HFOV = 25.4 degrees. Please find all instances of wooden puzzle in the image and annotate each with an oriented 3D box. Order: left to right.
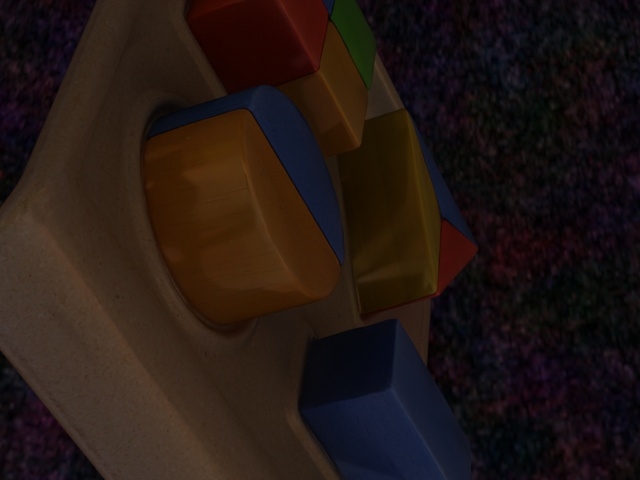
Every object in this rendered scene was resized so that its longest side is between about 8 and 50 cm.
[{"bbox_3d":[0.000,0.000,0.671,0.080,0.348,0.322,-13,128,24],"label":"wooden puzzle"}]
